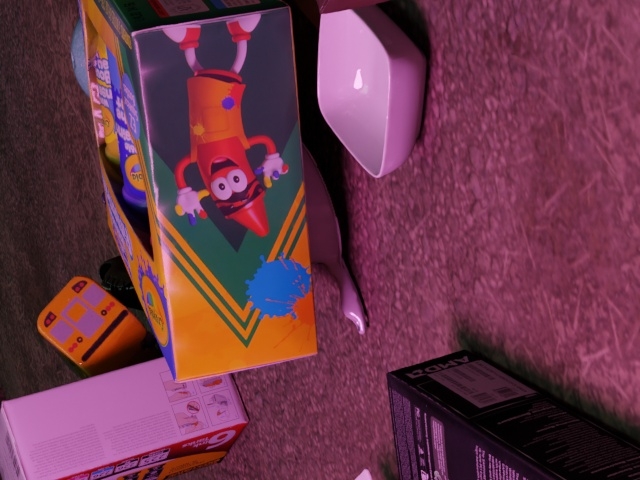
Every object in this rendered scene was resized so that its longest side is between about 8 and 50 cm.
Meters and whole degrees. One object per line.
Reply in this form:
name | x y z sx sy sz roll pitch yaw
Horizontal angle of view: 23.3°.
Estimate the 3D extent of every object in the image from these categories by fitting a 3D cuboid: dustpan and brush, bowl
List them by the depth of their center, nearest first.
bowl | 0.049 -0.146 1.402 0.142 0.053 0.142 -128 30 -45
dustpan and brush | 0.000 0.000 1.633 0.147 0.060 0.211 131 128 -73

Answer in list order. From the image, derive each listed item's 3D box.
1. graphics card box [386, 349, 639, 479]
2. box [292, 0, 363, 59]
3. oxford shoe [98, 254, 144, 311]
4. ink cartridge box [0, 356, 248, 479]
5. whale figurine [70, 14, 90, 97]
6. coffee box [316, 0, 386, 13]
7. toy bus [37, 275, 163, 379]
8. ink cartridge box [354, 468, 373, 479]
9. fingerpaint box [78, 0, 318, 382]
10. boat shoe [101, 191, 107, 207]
graphics card box | 0.184 0.253 1.274 0.371 0.094 0.233 24 126 62
box | 0.003 -0.295 1.462 0.164 0.021 0.201 -127 30 -45
oxford shoe | -0.267 0.077 2.276 0.227 0.096 0.083 25 125 61
ink cartridge box | -0.286 0.279 2.160 0.272 0.309 0.130 121 131 -62
whale figurine | -0.264 -0.263 1.980 0.272 0.141 0.216 -129 31 -47
coffee box | 0.025 -0.355 1.234 0.297 0.118 0.168 70 157 13
toy bus | -0.315 0.160 2.274 0.130 0.108 0.333 38 168 10
ink cartridge box | 0.092 0.320 1.588 0.104 0.060 0.180 120 131 -62
fingerpaint box | -0.149 -0.117 1.672 0.445 0.163 0.371 -125 28 -61
boat shoe | -0.233 0.022 2.160 0.109 0.089 0.258 97 150 -43
